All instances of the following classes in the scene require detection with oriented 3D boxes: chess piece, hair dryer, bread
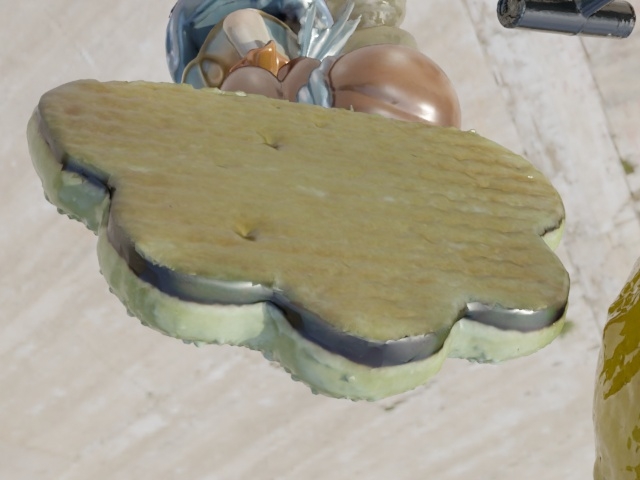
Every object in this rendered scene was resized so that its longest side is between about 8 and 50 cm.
[{"bbox_3d":[0.063,-0.244,1.573,0.167,0.299,0.167,-9,166,-2],"label":"chess piece"},{"bbox_3d":[0.302,-0.275,1.309,0.173,0.050,0.195,-4,157,-34],"label":"hair dryer"},{"bbox_3d":[0.000,0.000,0.613,0.287,0.207,0.056,8,126,-16],"label":"bread"}]

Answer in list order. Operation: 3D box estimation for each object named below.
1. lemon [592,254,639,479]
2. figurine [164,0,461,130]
[{"bbox_3d":[0.326,0.097,0.875,0.285,0.285,0.316,34,86,-43],"label":"lemon"},{"bbox_3d":[-0.020,-0.099,1.194,0.248,0.388,0.276,-4,121,-5],"label":"figurine"}]
